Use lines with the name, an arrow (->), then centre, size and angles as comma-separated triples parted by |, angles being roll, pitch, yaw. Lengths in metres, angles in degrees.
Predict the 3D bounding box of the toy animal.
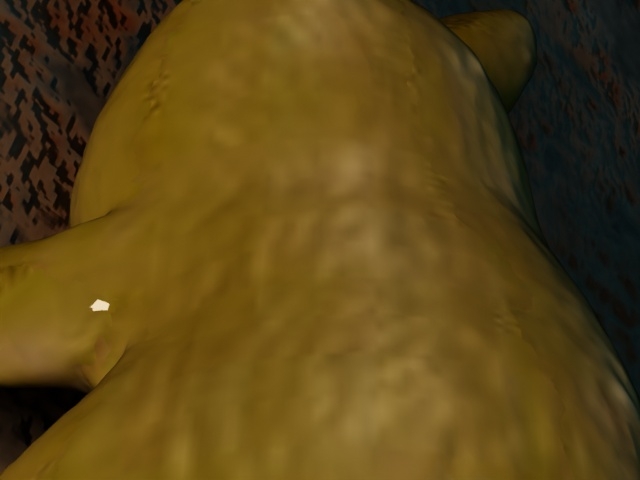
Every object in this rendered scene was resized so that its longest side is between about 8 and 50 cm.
toy animal -> -0.013, 0.014, 0.451 | 0.181, 0.180, 0.363 | 38, 29, -39
